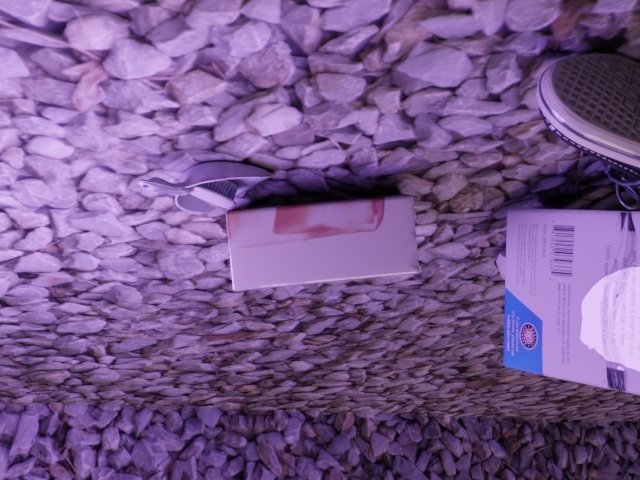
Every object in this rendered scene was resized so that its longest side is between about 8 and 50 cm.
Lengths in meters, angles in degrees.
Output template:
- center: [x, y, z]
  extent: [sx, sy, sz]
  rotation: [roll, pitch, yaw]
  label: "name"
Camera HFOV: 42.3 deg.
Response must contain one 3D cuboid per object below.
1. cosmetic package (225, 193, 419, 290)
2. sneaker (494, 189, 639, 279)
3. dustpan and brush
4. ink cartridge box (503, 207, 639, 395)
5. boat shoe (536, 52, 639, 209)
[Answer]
- center: [0.000, 0.000, 1.350]
  extent: [0.296, 0.129, 0.153]
  rotation: [-5, -177, -5]
  label: "cosmetic package"
- center: [0.531, 0.045, 1.563]
  extent: [0.158, 0.182, 0.410]
  rotation: [15, 145, -41]
  label: "sneaker"
- center: [-0.189, -0.080, 1.264]
  extent: [0.147, 0.060, 0.211]
  rotation: [-27, 148, 37]
  label: "dustpan and brush"
- center: [0.507, 0.093, 1.355]
  extent: [0.166, 0.285, 0.395]
  rotation: [-1, -176, -39]
  label: "ink cartridge box"
- center: [0.471, -0.133, 1.180]
  extent: [0.500, 0.186, 0.156]
  rotation: [6, 147, -37]
  label: "boat shoe"
